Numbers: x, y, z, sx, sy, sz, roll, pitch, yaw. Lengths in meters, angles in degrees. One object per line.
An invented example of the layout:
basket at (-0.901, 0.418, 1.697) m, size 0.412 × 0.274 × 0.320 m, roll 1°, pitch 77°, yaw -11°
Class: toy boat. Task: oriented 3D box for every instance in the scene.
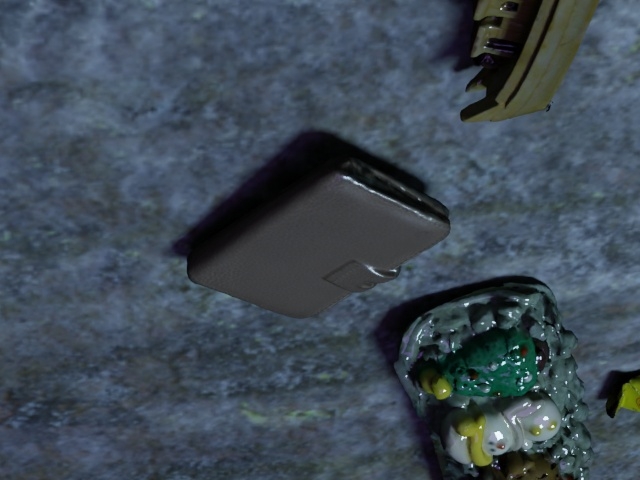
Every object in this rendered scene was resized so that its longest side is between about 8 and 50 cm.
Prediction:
toy boat at (0.114, -0.139, 0.961) m, size 0.072 × 0.064 × 0.206 m, roll 12°, pitch 141°, yaw -5°

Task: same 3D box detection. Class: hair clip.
hair clip at (0.147, 0.156, 1.347) m, size 0.138 × 0.091 × 0.321 m, roll -17°, pitch 145°, yaw 4°

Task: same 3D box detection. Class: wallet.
wallet at (0.000, 0.000, 1.142) m, size 0.118 × 0.038 × 0.153 m, roll 27°, pitch 134°, yaw -37°

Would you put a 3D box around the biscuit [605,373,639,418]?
biscuit at (0.372, 0.108, 1.393) m, size 0.292 × 0.026 × 0.048 m, roll -6°, pitch 151°, yaw -5°
